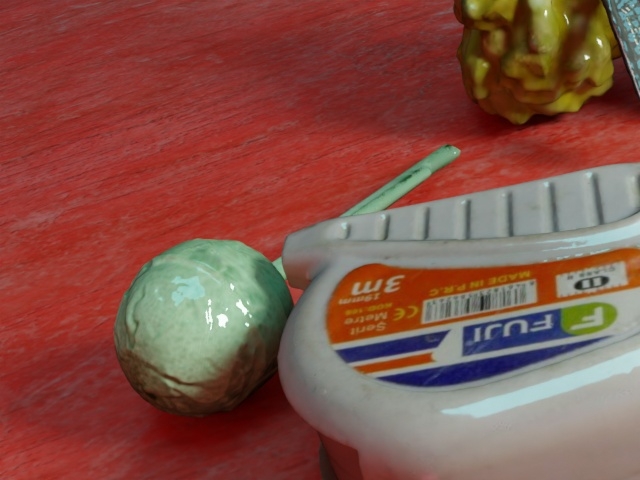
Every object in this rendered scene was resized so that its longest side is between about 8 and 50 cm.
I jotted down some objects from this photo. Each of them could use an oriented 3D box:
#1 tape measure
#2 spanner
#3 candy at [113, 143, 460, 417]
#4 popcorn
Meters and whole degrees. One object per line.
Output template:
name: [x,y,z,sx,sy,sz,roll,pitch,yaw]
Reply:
tape measure: [0.102,0.066,0.686,0.258,0.130,0.265,-11,31,15]
spanner: [0.234,-0.243,1.000,0.093,0.026,0.326,-13,65,-1]
candy: [0.000,0.000,0.924,0.119,0.119,0.440,3,24,32]
popcorn: [0.199,-0.242,1.140,0.173,0.225,0.286,-4,62,-1]
